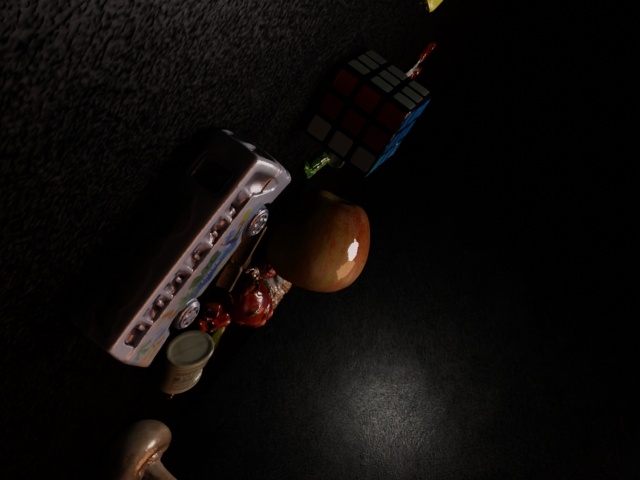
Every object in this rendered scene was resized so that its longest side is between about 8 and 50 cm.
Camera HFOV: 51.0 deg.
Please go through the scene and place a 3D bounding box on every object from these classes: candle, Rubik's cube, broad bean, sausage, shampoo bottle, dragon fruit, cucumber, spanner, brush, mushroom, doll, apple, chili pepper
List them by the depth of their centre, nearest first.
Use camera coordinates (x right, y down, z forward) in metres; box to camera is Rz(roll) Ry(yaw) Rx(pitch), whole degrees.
[{"bbox_3d":[0.091,-0.245,1.280,0.161,0.163,0.162,-56,176,33],"label":"Rubik's cube"},{"bbox_3d":[-0.174,0.034,1.469,0.248,0.043,0.036,-57,-179,45],"label":"brush"},{"bbox_3d":[-0.021,-0.171,1.550,0.118,0.035,0.056,-29,144,-56],"label":"chili pepper"},{"bbox_3d":[-0.331,0.303,1.602,0.118,0.087,0.234,-23,160,-32],"label":"shampoo bottle"},{"bbox_3d":[-0.170,0.127,1.608,0.246,0.125,0.126,112,-29,-61],"label":"dragon fruit"},{"bbox_3d":[-0.183,0.050,1.660,0.087,0.024,0.316,-53,174,-24],"label":"spanner"},{"bbox_3d":[0.000,0.000,1.676,0.234,0.256,0.257,-66,172,15],"label":"apple"},{"bbox_3d":[-0.262,0.191,1.681,0.084,0.059,0.302,-43,175,-3],"label":"candle"},{"bbox_3d":[-0.455,0.587,1.758,0.207,0.215,0.207,-48,167,-15],"label":"mushroom"},{"bbox_3d":[0.053,-0.226,1.779,0.048,0.048,0.105,-55,177,27],"label":"cucumber"},{"bbox_3d":[-0.140,0.062,1.796,0.076,0.076,0.141,-54,-174,6],"label":"sausage"},{"bbox_3d":[-0.363,0.354,1.986,0.298,0.043,0.060,-53,166,13],"label":"broad bean"},{"bbox_3d":[-0.175,0.170,2.088,0.221,0.105,0.115,-52,177,-22],"label":"doll"}]

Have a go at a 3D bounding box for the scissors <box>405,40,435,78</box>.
[{"bbox_3d":[0.264,-0.501,2.016,0.248,0.017,0.144,-48,172,-38],"label":"scissors"}]

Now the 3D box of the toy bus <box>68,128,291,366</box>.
[{"bbox_3d":[-0.177,0.003,0.868,0.330,0.109,0.136,-53,165,-6],"label":"toy bus"}]

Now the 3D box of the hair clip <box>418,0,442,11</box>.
[{"bbox_3d":[0.228,-0.514,1.341,0.072,0.046,0.173,-48,175,-3],"label":"hair clip"}]
